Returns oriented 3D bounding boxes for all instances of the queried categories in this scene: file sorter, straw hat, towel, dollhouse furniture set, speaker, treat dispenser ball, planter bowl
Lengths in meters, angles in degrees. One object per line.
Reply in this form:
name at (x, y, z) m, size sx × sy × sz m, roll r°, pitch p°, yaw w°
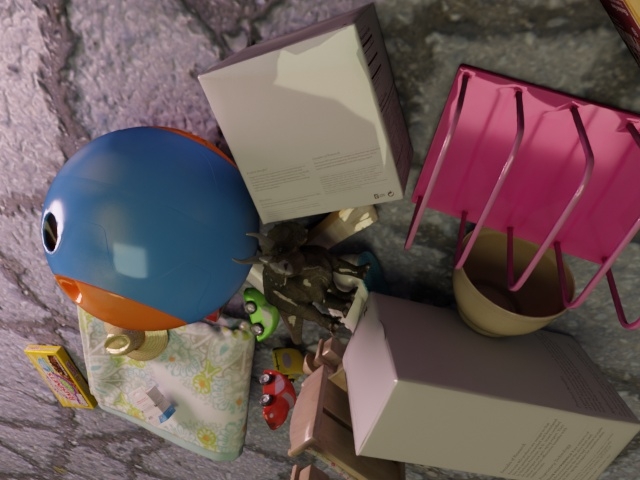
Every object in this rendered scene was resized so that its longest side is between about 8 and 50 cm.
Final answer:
file sorter at (0.266, -0.050, 0.575) m, size 0.291 × 0.182 × 0.202 m, roll 19°, pitch 127°, yaw 7°
straw hat at (-0.357, 0.177, 0.874) m, size 0.145 × 0.061 × 0.144 m, roll 7°, pitch 113°, yaw 17°
towel at (-0.315, 0.260, 0.973) m, size 0.375 × 0.090 × 0.320 m, roll 15°, pitch 118°, yaw 14°
dollhouse furniture set at (0.057, 0.357, 0.806) m, size 0.303 × 0.355 × 0.174 m, roll 40°, pitch 118°, yaw -14°
speaker at (-0.086, 0.073, 0.848) m, size 0.136 × 0.055 × 0.055 m, roll 42°, pitch 124°, yaw -14°
treat dispenser ball at (-0.232, -0.017, 0.685) m, size 0.288 × 0.288 × 0.288 m, roll 7°, pitch 125°, yaw 11°
planter bowl at (0.261, 0.073, 0.695) m, size 0.162 × 0.162 × 0.109 m, roll 16°, pitch 138°, yaw 5°

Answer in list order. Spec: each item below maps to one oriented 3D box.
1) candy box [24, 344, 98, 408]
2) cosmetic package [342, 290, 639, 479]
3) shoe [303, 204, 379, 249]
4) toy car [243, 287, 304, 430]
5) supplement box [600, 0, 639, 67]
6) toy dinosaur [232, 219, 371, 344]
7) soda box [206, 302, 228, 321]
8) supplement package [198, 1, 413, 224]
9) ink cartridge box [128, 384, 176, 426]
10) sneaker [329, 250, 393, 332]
candy box at (-0.649, 0.345, 1.210) m, size 0.105 × 0.027 × 0.205 m, roll -1°, pitch 123°, yaw 20°
cosmetic package at (0.233, 0.219, 0.716) m, size 0.366 × 0.197 × 0.155 m, roll 13°, pitch 117°, yaw -9°
shoe at (0.000, 0.000, 0.761) m, size 0.058 × 0.076 × 0.219 m, roll 46°, pitch 121°, yaw -10°
toy car at (-0.083, 0.188, 0.871) m, size 0.053 × 0.239 × 0.225 m, roll -17°, pitch 94°, yaw 6°
supplement box at (0.402, -0.240, 0.452) m, size 0.194 × 0.129 × 0.191 m, roll -34°, pitch 110°, yaw 31°
toy dinosaur at (-0.027, 0.064, 0.721) m, size 0.160 × 0.121 × 0.313 m, roll 27°, pitch 155°, yaw 4°
soda box at (-0.288, 0.051, 0.872) m, size 0.263 × 0.083 × 0.092 m, roll 19°, pitch 126°, yaw 3°
supplement package at (-0.004, -0.156, 0.610) m, size 0.194 × 0.149 × 0.203 m, roll -9°, pitch 120°, yaw 21°
ink cartridge box at (-0.329, 0.317, 0.938) m, size 0.048 × 0.028 × 0.083 m, roll -34°, pitch 97°, yaw 28°
sneaker at (0.072, 0.120, 0.827) m, size 0.092 × 0.087 × 0.228 m, roll -6°, pitch 117°, yaw 32°
